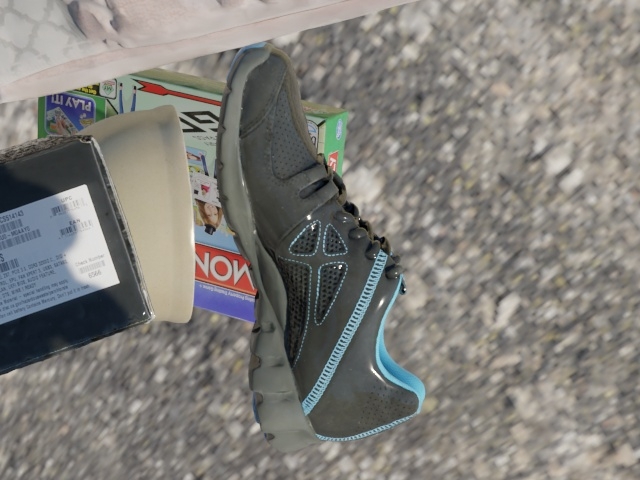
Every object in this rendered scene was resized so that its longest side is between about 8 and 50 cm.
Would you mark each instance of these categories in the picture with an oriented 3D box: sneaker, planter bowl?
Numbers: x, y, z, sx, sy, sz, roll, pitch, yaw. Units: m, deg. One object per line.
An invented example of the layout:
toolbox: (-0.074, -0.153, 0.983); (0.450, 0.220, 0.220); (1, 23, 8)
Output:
sneaker: (0.000, 0.000, 1.540); (0.139, 0.125, 0.341); (-8, 103, 12)
planter bowl: (-0.157, -0.016, 1.377); (0.109, 0.162, 0.162); (-4, 72, -13)

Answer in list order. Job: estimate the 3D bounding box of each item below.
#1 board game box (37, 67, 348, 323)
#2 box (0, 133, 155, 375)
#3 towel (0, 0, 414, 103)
board game box: (-0.129, -0.049, 1.767); (0.317, 0.213, 0.046); (14, 21, 26)
box: (-0.171, 0.019, 0.758); (0.180, 0.147, 0.077); (-19, 97, -12)
towel: (-0.094, -0.207, 0.587); (0.332, 0.317, 0.053); (63, 37, -20)
